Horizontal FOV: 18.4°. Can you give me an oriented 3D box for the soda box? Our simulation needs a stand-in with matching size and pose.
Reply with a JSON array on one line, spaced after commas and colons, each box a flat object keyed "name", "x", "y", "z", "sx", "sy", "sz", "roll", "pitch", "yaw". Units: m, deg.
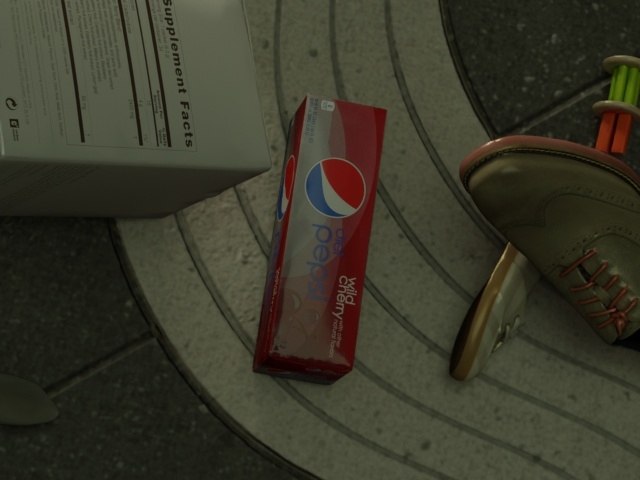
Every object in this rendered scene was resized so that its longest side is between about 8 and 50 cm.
[{"name": "soda box", "x": 0.000, "y": 0.000, "z": 1.890, "sx": 0.083, "sy": 0.092, "sz": 0.263, "roll": 11, "pitch": 75, "yaw": -10}]

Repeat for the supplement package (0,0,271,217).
[{"name": "supplement package", "x": -0.219, "y": -0.125, "z": 1.772, "sx": 0.293, "sy": 0.177, "sz": 0.175, "roll": 1, "pitch": 74, "yaw": -42}]

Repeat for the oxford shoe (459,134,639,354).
[{"name": "oxford shoe", "x": 0.271, "y": 0.019, "z": 1.853, "sx": 0.348, "sy": 0.123, "sz": 0.130, "roll": 29, "pitch": 41, "yaw": -29}]

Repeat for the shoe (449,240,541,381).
[{"name": "shoe", "x": 0.190, "y": 0.046, "z": 1.927, "sx": 0.058, "sy": 0.076, "sz": 0.219, "roll": 27, "pitch": 71, "yaw": 1}]

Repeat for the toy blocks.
[{"name": "toy blocks", "x": 0.332, "y": -0.102, "z": 2.005, "sx": 0.123, "sy": 0.054, "sz": 0.148, "roll": 14, "pitch": 75, "yaw": -9}]

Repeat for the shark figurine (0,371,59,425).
[{"name": "shark figurine", "x": -0.388, "y": 0.174, "z": 1.758, "sx": 0.278, "sy": 0.116, "sz": 0.166, "roll": -40, "pitch": 86, "yaw": -19}]
